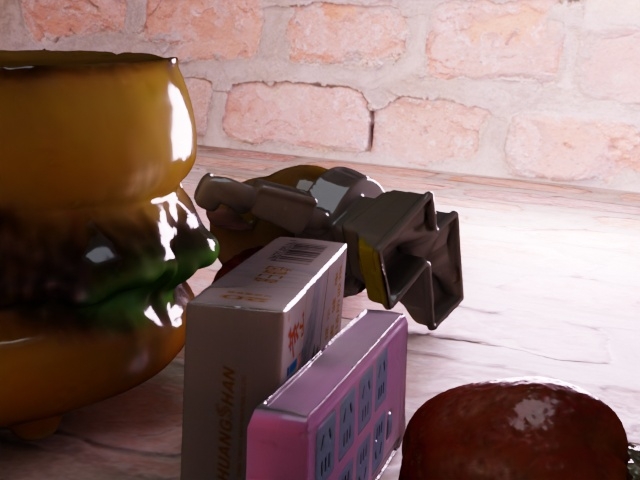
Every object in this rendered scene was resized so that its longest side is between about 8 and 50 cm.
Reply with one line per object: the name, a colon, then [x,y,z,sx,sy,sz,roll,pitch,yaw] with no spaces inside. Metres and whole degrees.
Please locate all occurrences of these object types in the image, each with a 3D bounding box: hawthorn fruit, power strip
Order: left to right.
power strip: [0.012,0.124,0.668,0.037,0.109,0.279,4,11,16]
hawthorn fruit: [0.107,0.140,0.574,0.138,0.133,0.133,-4,9,12]

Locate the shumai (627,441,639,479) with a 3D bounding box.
shumai: [0.215,0.158,0.645,0.080,0.083,0.082,-16,52,-4]

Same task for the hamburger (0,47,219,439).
hamburger: [-0.272,-0.007,0.802,0.395,0.277,0.396,1,13,0]

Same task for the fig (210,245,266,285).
fig: [-0.059,0.076,0.990,0.119,0.153,0.119,16,47,-18]

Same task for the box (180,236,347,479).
box: [-0.034,0.090,0.724,0.067,0.149,0.233,3,11,10]

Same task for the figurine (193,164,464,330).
figurine: [0.001,-0.001,1.151,0.285,0.167,0.342,14,-29,31]

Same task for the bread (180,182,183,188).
bread: [-0.268,-0.028,1.127,0.274,0.149,0.274,9,32,-6]
